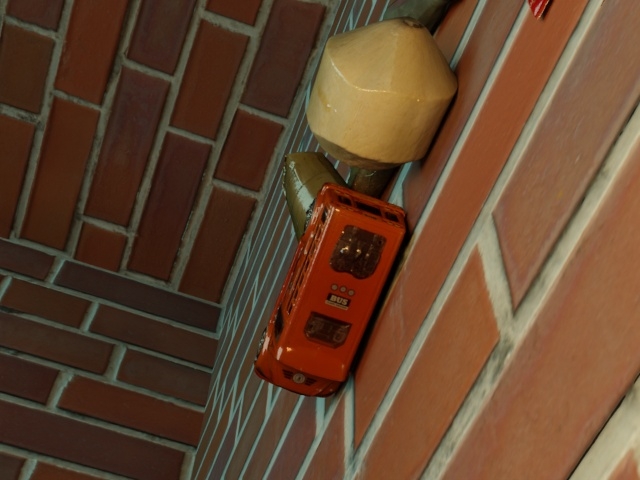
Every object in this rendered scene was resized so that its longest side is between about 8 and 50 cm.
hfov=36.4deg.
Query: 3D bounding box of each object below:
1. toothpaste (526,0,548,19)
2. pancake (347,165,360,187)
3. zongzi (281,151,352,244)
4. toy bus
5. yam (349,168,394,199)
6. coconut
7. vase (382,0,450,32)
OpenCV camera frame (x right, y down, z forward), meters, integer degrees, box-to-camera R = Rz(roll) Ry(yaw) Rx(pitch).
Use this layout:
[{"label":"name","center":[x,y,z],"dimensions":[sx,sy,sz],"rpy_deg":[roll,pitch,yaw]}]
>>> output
[{"label":"toothpaste","center":[0.247,-0.312,1.156],"dimensions":[0.190,0.031,0.048],"rpy_deg":[-93,26,-60]},{"label":"pancake","center":[0.102,-0.196,1.785],"dimensions":[0.236,0.042,0.222],"rpy_deg":[-102,36,-67]},{"label":"zongzi","center":[0.000,0.000,1.650],"dimensions":[0.228,0.115,0.256],"rpy_deg":[53,143,39]},{"label":"toy bus","center":[0.011,0.093,1.435],"dimensions":[0.153,0.143,0.329],"rpy_deg":[-98,29,-71]},{"label":"yam","center":[0.100,-0.140,1.607],"dimensions":[0.066,0.066,0.299],"rpy_deg":[-82,13,-47]},{"label":"coconut","center":[0.089,-0.218,1.395],"dimensions":[0.202,0.202,0.222],"rpy_deg":[-87,16,-59]},{"label":"vase","center":[0.175,-0.389,1.603],"dimensions":[0.214,0.086,0.086],"rpy_deg":[156,132,-73]}]
